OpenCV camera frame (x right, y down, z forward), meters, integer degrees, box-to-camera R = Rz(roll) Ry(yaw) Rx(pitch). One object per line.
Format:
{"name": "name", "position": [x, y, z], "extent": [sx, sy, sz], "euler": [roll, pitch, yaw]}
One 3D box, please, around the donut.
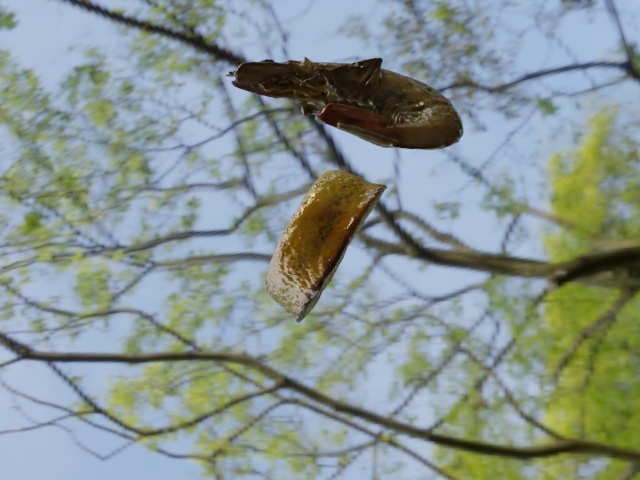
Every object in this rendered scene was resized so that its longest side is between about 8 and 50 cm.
{"name": "donut", "position": [0.000, 0.000, 1.458], "extent": [0.058, 0.152, 0.152], "euler": [30, -111, 4]}

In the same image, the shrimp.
{"name": "shrimp", "position": [0.018, -0.085, 1.064], "extent": [0.162, 0.045, 0.095], "euler": [8, -136, -17]}
